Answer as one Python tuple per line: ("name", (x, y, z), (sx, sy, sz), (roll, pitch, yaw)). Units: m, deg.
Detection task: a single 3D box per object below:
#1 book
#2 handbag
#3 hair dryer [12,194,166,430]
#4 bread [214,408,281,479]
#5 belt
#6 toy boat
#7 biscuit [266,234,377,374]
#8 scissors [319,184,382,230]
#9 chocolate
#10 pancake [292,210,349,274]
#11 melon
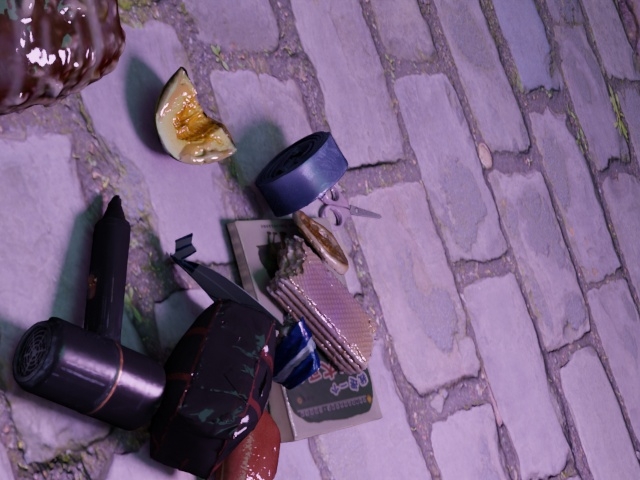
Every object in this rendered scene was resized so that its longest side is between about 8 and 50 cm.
("book", (-0.022, 0.140, 1.985), (0.260, 0.043, 0.371), (-4, 76, -52))
("handbag", (-0.154, 0.214, 1.673), (0.155, 0.169, 0.215), (26, 51, -9))
("hair dryer", (-0.312, 0.072, 1.623), (0.189, 0.107, 0.352), (30, 44, -38))
("bread", (-0.105, 0.320, 1.771), (0.119, 0.067, 0.192), (32, 51, -40))
("belt", (-0.029, -0.115, 2.012), (0.082, 0.141, 0.190), (59, 29, -17))
("toy boat", (-0.116, 0.120, 1.798), (0.291, 0.210, 0.070), (34, 58, 20))
("biscuit", (0.004, 0.110, 1.952), (0.239, 0.061, 0.108), (50, 37, -25))
("scissors", (0.057, -0.057, 2.204), (0.189, 0.015, 0.100), (12, 66, -51))
("chocolate", (-0.398, -0.275, 1.566), (0.340, 0.225, 0.210), (-35, 109, -49))
("pancake", (0.000, 0.000, 2.000), (0.139, 0.022, 0.139), (46, 13, -14))
("melon", (-0.219, -0.182, 1.869), (0.128, 0.079, 0.160), (-42, 109, -32))
